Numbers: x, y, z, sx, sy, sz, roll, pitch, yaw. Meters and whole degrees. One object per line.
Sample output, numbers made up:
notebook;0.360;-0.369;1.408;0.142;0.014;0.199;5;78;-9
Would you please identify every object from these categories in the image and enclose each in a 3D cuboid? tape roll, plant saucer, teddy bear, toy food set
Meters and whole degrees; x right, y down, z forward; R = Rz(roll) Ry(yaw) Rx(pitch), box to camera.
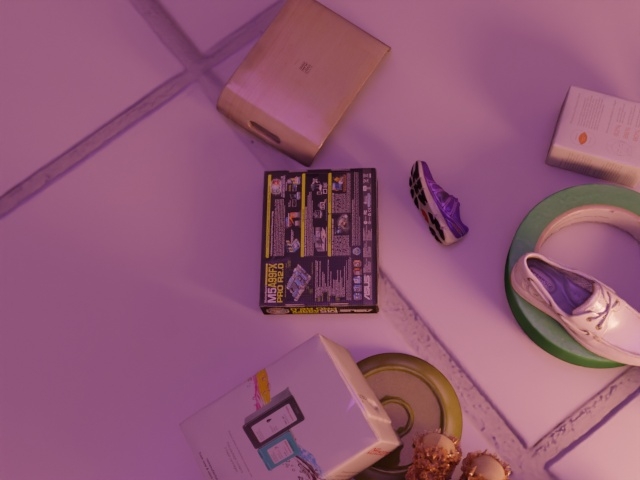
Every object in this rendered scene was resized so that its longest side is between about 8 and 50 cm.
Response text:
tape roll;0.489;0.061;1.509;0.321;0.077;0.321;-2;71;5
plant saucer;0.125;0.310;1.482;0.241;0.037;0.241;-2;72;6
teddy bear;0.176;0.466;1.360;0.245;0.113;0.338;11;64;0
toy food set;-0.030;-0.323;1.693;0.220;0.092;0.306;33;79;3

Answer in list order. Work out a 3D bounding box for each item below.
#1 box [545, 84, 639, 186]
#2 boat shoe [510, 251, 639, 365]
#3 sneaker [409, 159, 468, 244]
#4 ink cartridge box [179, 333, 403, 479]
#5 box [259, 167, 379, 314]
box;0.520;-0.192;1.582;0.170;0.091;0.130;17;74;11
boat shoe;0.439;0.111;1.405;0.277;0.096;0.098;31;77;14
sneaker;0.220;-0.074;1.597;0.071;0.068;0.170;-21;79;-18
ink cartridge box;-0.040;0.314;1.386;0.270;0.198;0.197;-34;69;5
box;0.000;0.000;1.586;0.216;0.060;0.270;-2;71;6
